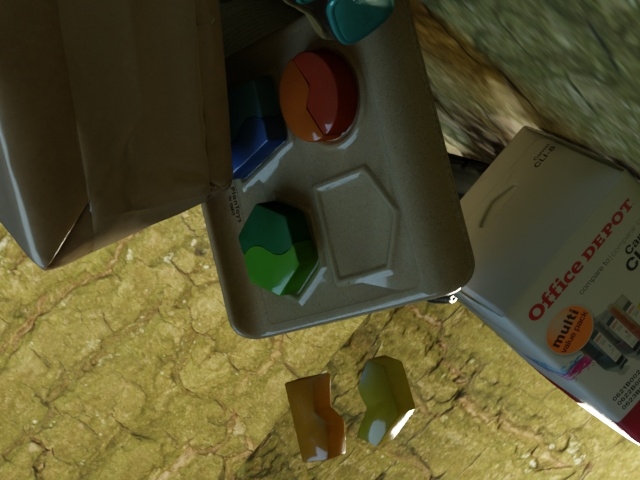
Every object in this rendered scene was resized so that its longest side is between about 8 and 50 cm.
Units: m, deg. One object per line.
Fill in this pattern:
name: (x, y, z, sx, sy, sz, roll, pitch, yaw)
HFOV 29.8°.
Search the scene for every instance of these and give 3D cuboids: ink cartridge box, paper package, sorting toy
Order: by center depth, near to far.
ink cartridge box: (0.183, 0.031, 0.842, 0.176, 0.128, 0.127, 40, 179, -29)
sorting toy: (0.000, 0.000, 0.844, 0.041, 0.229, 0.307, -10, -95, -45)
paper package: (-0.213, -0.192, 0.863, 0.325, 0.168, 0.309, 39, 141, 45)

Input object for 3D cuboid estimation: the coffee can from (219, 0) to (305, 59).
coffee can: (-0.065, -0.128, 1.099, 0.201, 0.201, 0.275, 41, 180, -37)

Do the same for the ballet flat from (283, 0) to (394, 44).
ballet flat: (0.001, -0.165, 0.668, 0.073, 0.080, 0.232, 56, 179, 4)

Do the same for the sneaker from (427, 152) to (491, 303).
sneaker: (0.127, -0.001, 1.080, 0.107, 0.124, 0.283, 17, 178, 11)
